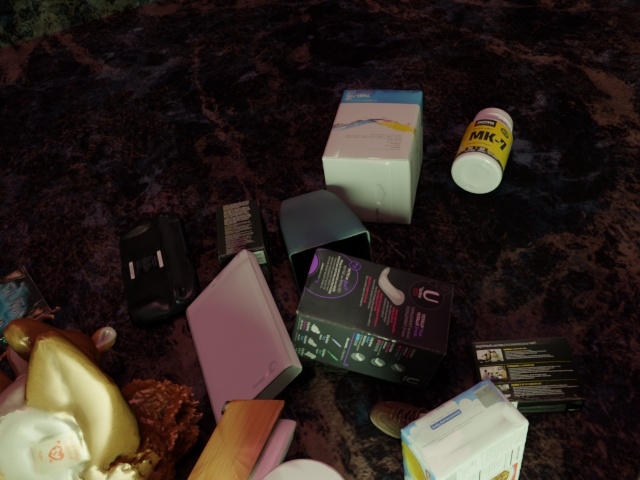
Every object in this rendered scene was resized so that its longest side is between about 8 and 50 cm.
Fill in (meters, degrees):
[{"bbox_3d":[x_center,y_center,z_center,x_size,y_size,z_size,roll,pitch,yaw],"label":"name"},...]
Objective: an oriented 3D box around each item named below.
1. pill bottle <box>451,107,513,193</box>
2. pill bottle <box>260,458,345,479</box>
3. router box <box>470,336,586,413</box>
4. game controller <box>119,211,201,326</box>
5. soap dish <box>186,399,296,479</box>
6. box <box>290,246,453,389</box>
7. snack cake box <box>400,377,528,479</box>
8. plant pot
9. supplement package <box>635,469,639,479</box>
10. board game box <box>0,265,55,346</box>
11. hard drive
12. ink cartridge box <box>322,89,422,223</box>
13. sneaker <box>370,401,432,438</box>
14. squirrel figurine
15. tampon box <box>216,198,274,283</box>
[{"bbox_3d":[0.400,-0.223,1.562,0.119,0.119,0.208,11,49,20],"label":"pill bottle"},{"bbox_3d":[-0.007,0.427,0.886,0.160,0.283,0.160,-5,46,5],"label":"pill bottle"},{"bbox_3d":[0.371,0.245,1.162,0.179,0.046,0.133,-4,45,6],"label":"router box"},{"bbox_3d":[-0.377,0.058,1.479,0.166,0.067,0.319,-28,46,3],"label":"game controller"},{"bbox_3d":[-0.149,0.400,0.972,0.118,0.229,0.291,24,52,7],"label":"soap dish"},{"bbox_3d":[0.093,0.146,1.199,0.270,0.143,0.165,15,49,3],"label":"box"},{"bbox_3d":[0.209,0.337,0.948,0.152,0.264,0.089,-26,47,-15],"label":"snack cake box"},{"bbox_3d":[0.000,0.000,1.392,0.166,0.165,0.234,-17,39,-6],"label":"plant pot"},{"bbox_3d":[0.477,0.422,0.861,0.145,0.204,0.262,22,54,29],"label":"supplement package"},{"bbox_3d":[-0.700,0.146,1.463,0.126,0.026,0.186,-34,50,-21],"label":"board game box"},{"bbox_3d":[-0.160,0.188,1.243,0.203,0.040,0.307,-46,43,18],"label":"hard drive"},{"bbox_3d":[0.134,-0.203,1.533,0.197,0.198,0.270,4,47,13],"label":"ink cartridge box"},{"bbox_3d":[0.176,0.312,1.114,0.188,0.071,0.066,13,50,21],"label":"sneaker"},{"bbox_3d":[-0.406,0.292,1.091,0.281,0.397,0.370,-53,20,-3],"label":"squirrel figurine"},{"bbox_3d":[-0.169,0.009,1.435,0.101,0.120,0.161,-11,46,0],"label":"tampon box"}]
